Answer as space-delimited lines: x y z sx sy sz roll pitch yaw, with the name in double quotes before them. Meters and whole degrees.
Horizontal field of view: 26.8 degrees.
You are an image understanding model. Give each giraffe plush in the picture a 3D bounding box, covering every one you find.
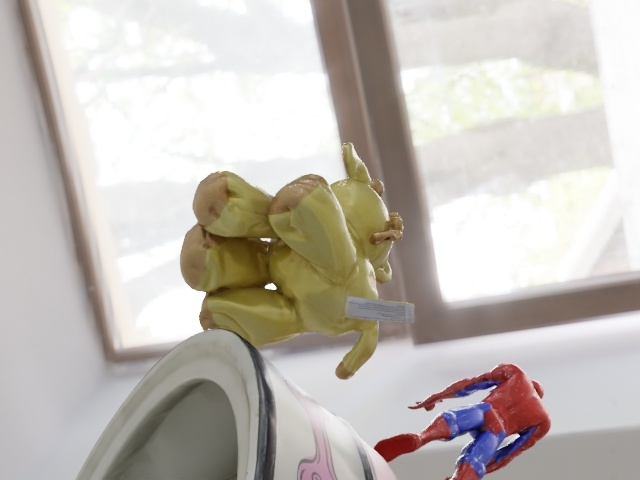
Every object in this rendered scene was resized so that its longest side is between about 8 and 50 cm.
"giraffe plush" 0.000 0.000 1.176 0.170 0.210 0.181 -59 -14 -58

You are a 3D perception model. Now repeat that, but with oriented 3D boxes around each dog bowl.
"dog bowl" -0.087 0.276 0.935 0.150 0.408 0.408 27 -138 -21

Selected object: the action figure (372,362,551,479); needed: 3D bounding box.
"action figure" 0.118 0.187 1.233 0.280 0.139 0.091 -19 -102 -55
